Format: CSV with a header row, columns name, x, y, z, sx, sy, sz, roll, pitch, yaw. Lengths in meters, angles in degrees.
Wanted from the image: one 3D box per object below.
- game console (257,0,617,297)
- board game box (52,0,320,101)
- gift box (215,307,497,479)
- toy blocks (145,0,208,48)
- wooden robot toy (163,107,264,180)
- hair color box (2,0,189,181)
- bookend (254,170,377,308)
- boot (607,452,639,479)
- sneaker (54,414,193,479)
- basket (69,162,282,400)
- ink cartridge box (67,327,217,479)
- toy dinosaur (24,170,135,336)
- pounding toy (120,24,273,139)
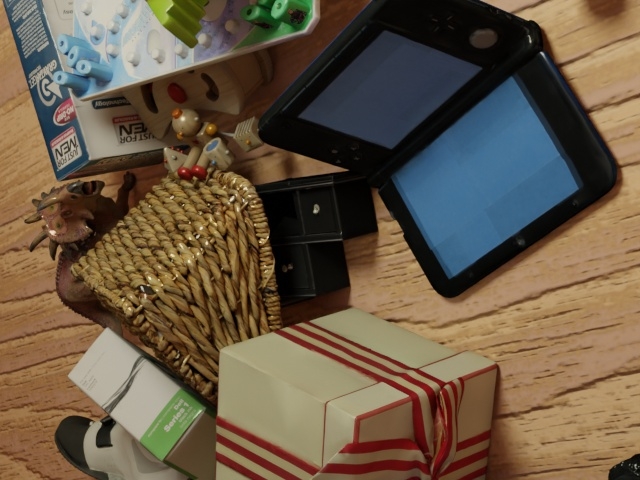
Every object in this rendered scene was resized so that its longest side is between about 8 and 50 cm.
name,x,y,z,sx,sy,sz,roll,pitch,yaw
game console,0.109,-0.093,1.309,0.293,0.250,0.173,-41,43,45
board game box,-0.170,-0.390,1.488,0.390,0.050,0.390,-10,76,38
gift box,0.032,0.246,1.408,0.258,0.276,0.255,20,120,42
toy blocks,-0.143,-0.415,1.343,0.261,0.191,0.381,-43,48,10
wooden robot toy,-0.152,-0.126,1.558,0.173,0.076,0.079,-5,137,43
hair color box,-0.312,-0.267,1.717,0.105,0.174,0.347,-23,83,49
bookend,0.000,0.000,1.520,0.156,0.072,0.157,-3,98,48
boot,0.343,0.300,1.201,0.207,0.094,0.246,52,127,20
sneaker,-0.269,0.297,1.885,0.330,0.122,0.146,20,96,43
basket,-0.145,0.052,1.614,0.213,0.223,0.299,49,167,-22
ink cartridge box,-0.210,0.227,1.704,0.219,0.160,0.092,34,83,36
toy dinosaur,-0.328,0.022,1.793,0.127,0.200,0.296,30,122,39
pounding toy,-0.131,-0.239,1.606,0.154,0.155,0.269,43,146,-5
